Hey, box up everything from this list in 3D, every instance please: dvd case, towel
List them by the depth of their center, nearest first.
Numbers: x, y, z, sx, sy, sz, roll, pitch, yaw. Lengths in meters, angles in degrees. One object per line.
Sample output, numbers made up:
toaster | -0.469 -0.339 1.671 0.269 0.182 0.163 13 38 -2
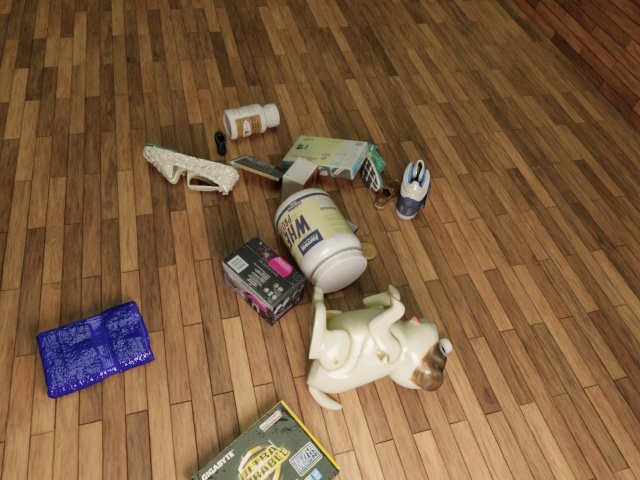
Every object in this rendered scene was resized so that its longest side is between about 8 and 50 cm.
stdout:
towel | -0.690 0.321 1.467 0.308 0.076 0.227 -20 58 -21
dvd case | -0.247 -0.302 1.982 0.221 0.018 0.164 20 22 8

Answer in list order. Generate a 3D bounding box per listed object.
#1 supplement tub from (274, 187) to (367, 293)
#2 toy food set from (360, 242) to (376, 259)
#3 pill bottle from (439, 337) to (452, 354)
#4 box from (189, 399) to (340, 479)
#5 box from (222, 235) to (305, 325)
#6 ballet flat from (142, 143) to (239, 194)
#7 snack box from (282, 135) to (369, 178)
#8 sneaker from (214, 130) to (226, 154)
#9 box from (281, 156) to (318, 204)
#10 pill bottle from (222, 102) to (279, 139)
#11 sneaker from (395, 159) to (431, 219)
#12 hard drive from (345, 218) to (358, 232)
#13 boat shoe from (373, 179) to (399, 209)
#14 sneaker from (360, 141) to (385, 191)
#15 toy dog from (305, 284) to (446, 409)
supplement tub | 0.000 0.000 1.703 0.235 0.235 0.325 -19 58 -21
toy food set | 0.172 0.041 1.831 0.083 0.020 0.083 -6 55 -12
pill bottle | 0.373 0.370 1.583 0.120 0.067 0.067 -23 60 -23
box | -0.146 0.642 1.301 0.322 0.079 0.257 -34 66 -28
box | -0.195 0.139 1.632 0.247 0.142 0.163 38 59 21
ballet flat | -0.532 -0.278 1.911 0.409 0.147 0.147 14 53 3
snack box | 0.021 -0.356 2.026 0.322 0.060 0.187 12 50 24
sneaker | -0.428 -0.437 2.064 0.051 0.089 0.170 -7 55 -13
box | -0.083 -0.218 1.896 0.091 0.170 0.130 25 55 11
pill bottle | -0.306 -0.536 2.129 0.229 0.131 0.131 -18 58 -20
sneaker | 0.403 -0.260 1.954 0.130 0.236 0.323 21 54 8
hard drive | 0.067 -0.055 1.887 0.135 0.022 0.094 33 56 16
boat shoe | 0.285 -0.201 2.004 0.064 0.060 0.178 31 55 15
sneaker | 0.232 -0.328 2.071 0.110 0.107 0.275 3 52 -17
toy dog | 0.167 0.326 1.410 0.408 0.284 0.395 5 88 -2
